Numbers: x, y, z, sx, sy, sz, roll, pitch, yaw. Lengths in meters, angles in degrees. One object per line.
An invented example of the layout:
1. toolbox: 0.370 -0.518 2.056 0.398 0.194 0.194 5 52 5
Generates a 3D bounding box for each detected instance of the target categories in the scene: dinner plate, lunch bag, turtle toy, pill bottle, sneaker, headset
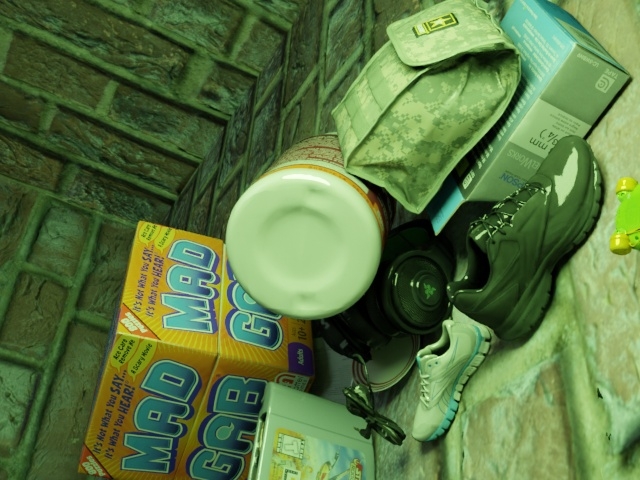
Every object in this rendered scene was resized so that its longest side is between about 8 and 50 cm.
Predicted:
1. dinner plate: 0.109 0.189 1.447 0.141 0.017 0.141 -29 38 25
2. lunch bag: 0.157 -0.224 1.299 0.287 0.169 0.235 -51 21 21
3. turtle toy: 0.381 -0.029 0.974 0.130 0.066 0.095 -24 48 61
4. pill bottle: 0.005 -0.045 1.396 0.224 0.224 0.392 -59 1 20
5. sneaker: 0.266 -0.013 1.156 0.286 0.130 0.109 -65 18 1
6. sneaker: 0.164 0.196 1.257 0.191 0.083 0.071 -66 22 6
7. headset: 0.110 0.131 1.405 0.243 0.185 0.394 -32 21 35

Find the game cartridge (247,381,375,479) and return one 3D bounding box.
1. game cartridge: -0.014 0.376 1.337 0.062 0.198 0.297 125 158 -51

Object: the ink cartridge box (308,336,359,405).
1. ink cartridge box: 0.019 0.277 1.581 0.223 0.045 0.224 -23 49 63

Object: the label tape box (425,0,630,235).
1. label tape box: 0.281 -0.178 1.324 0.334 0.106 0.241 -57 22 27

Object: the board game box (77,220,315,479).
1. board game box: -0.240 0.238 1.728 0.356 0.356 0.357 -97 25 -56
